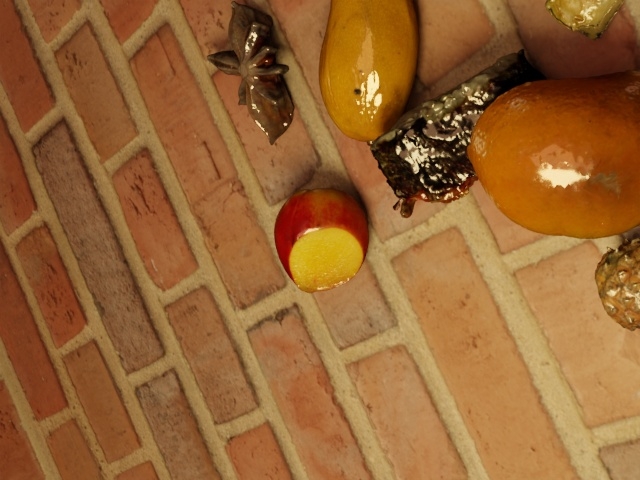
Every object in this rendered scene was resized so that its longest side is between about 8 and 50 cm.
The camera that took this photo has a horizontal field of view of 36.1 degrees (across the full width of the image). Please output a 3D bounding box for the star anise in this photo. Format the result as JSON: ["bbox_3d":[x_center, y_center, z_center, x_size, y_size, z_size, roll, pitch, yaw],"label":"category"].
[{"bbox_3d":[-0.126,-0.347,1.944,0.257,0.111,0.198,57,143,21],"label":"star anise"}]

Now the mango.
[{"bbox_3d":[0.086,-0.350,1.750,0.187,0.144,0.359,11,105,33],"label":"mango"}]

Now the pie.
[{"bbox_3d":[0.446,-0.451,1.496,0.129,0.068,0.282,37,116,25],"label":"pie"}]

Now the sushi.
[{"bbox_3d":[0.231,-0.166,1.645,0.343,0.196,0.182,-31,86,36],"label":"sushi"}]

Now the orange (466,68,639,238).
[{"bbox_3d":[0.409,-0.126,1.488,0.274,0.310,0.274,42,139,52],"label":"orange"}]

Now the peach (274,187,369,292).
[{"bbox_3d":[0.000,0.000,1.871,0.190,0.190,0.192,-12,74,39],"label":"peach"}]

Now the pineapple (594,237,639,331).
[{"bbox_3d":[0.573,0.023,1.473,0.310,0.141,0.170,-25,60,32],"label":"pineapple"}]
